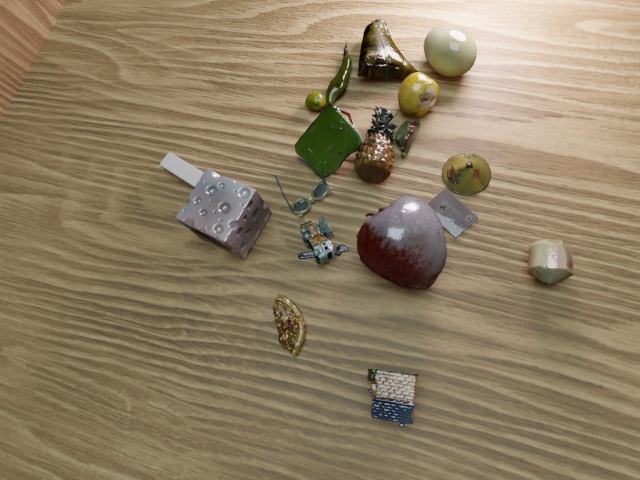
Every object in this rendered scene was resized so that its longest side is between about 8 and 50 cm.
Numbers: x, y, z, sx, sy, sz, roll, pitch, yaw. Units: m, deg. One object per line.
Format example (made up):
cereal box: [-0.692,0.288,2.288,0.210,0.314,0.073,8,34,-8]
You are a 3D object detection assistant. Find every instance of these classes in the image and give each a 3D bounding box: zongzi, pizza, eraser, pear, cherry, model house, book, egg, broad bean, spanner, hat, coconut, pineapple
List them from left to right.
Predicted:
eraser: [-0.567,-0.280,1.993,0.298,0.078,0.076,32,79,18]
pizza: [-0.123,0.319,1.722,0.127,0.058,0.246,-9,68,8]
pear: [-0.021,-0.621,2.013,0.092,0.092,0.096,-7,54,8]
spanner: [0.011,0.048,1.816,0.209,0.012,0.046,-8,70,8]
model house: [0.057,-0.422,1.867,0.207,0.294,0.154,46,45,-6]
broad bean: [0.092,-0.744,2.047,0.075,0.067,0.324,22,72,-15]
pineapple: [0.240,-0.413,1.869,0.169,0.169,0.340,7,65,12]
model house: [0.241,0.531,1.520,0.167,0.183,0.172,2,71,11]
zongzi: [0.321,-0.836,2.010,0.289,0.134,0.285,10,68,-1]
cherry: [0.310,0.001,1.650,0.335,0.291,0.326,28,67,-1]
pear: [0.406,-0.607,1.892,0.178,0.178,0.177,-3,71,9]
egg: [0.545,-0.806,1.917,0.189,0.188,0.253,-40,64,-5]
book: [0.510,-0.109,1.780,0.127,0.014,0.181,-42,70,-6]
hat: [0.584,-0.283,1.791,0.193,0.082,0.192,-3,70,9]
coconut: [0.811,0.081,1.598,0.147,0.147,0.152,6,70,12]

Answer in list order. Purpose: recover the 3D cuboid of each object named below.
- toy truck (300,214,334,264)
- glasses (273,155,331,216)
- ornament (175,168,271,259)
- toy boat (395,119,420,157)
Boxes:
toy truck: [0.000,0.001,1.790,0.115,0.080,0.177,-25,59,-8]
glasses: [-0.087,-0.234,1.843,0.190,0.220,0.088,-40,31,-3]
ornament: [-0.379,-0.100,1.813,0.240,0.239,0.239,24,76,17]
toy boat: [0.362,-0.441,1.891,0.089,0.071,0.185,3,66,56]
